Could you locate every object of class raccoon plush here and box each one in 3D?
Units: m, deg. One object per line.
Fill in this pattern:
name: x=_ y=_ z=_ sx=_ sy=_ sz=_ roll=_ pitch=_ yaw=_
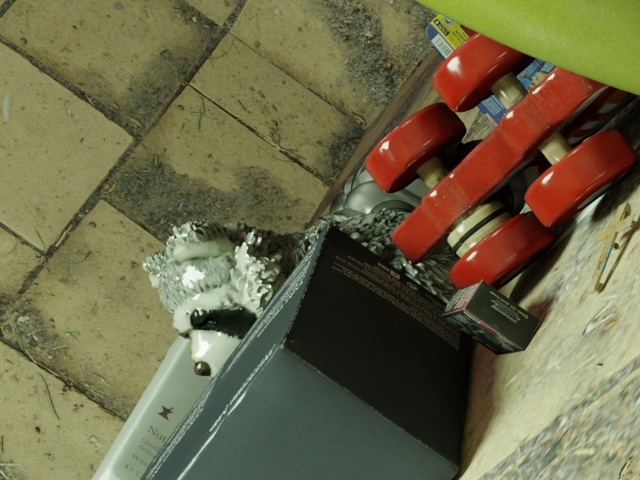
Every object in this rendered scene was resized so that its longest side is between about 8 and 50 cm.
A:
raccoon plush: x=0.000 y=0.000 z=1.737 sx=0.216 sy=0.299 sz=0.446 roll=-50 pitch=6 yaw=46

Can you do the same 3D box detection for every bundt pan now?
bundt pan: x=0.057 y=-0.001 z=2.257 sx=0.330 sy=0.124 sz=0.331 roll=-55 pitch=4 yaw=6

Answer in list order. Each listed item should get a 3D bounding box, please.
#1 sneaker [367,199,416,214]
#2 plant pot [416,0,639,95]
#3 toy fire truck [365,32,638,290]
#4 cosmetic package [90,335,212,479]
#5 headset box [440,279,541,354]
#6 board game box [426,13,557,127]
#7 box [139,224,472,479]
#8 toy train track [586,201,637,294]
sneaker: x=0.049 y=0.077 z=1.933 sx=0.267 sy=0.101 sz=0.106 roll=-64 pitch=20 yaw=16
plant pot: x=0.227 y=-0.232 z=1.150 sx=0.274 sy=0.294 sz=0.275 roll=-55 pitch=4 yaw=6
toy fire truck: x=0.203 y=-0.092 z=1.416 sx=0.254 sy=0.169 sz=0.302 roll=-26 pitch=-16 yaw=-43
cosmetic package: x=-0.118 y=0.243 z=1.755 sx=0.156 sy=0.217 sz=0.385 roll=-52 pitch=8 yaw=36
headset box: x=0.144 y=0.066 z=1.293 sx=0.032 sy=0.062 sz=0.083 roll=-57 pitch=4 yaw=-13
board game box: x=0.251 y=-0.235 z=1.823 sx=0.194 sy=0.194 sz=0.060 roll=-41 pitch=1 yaw=-19
box: x=-0.036 y=0.207 z=1.379 sx=0.343 sy=0.179 sz=0.312 roll=-53 pitch=4 yaw=20
toy train track: x=0.227 y=0.008 z=1.187 sx=0.048 sy=0.014 sz=0.083 roll=-32 pitch=28 yaw=60
